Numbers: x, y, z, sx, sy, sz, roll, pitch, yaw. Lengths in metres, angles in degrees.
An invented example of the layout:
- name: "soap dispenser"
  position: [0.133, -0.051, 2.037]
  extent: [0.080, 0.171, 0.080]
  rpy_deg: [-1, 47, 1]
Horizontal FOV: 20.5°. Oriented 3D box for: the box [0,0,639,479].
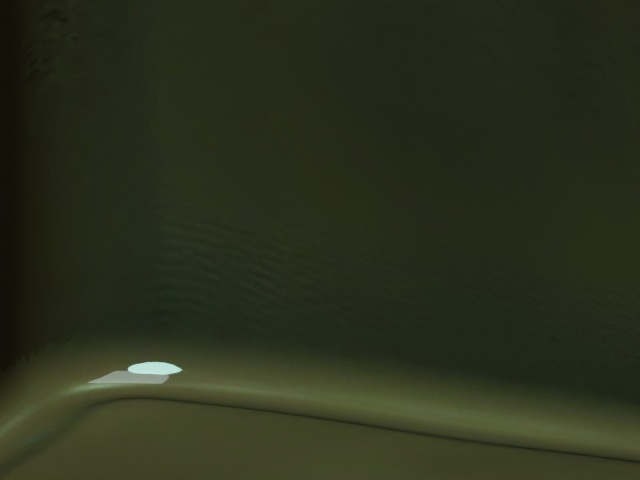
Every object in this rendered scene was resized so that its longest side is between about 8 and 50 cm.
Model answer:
- name: "box"
  position: [0.000, 0.000, 0.737]
  extent: [0.339, 0.229, 0.239]
  rpy_deg: [10, 153, -28]
